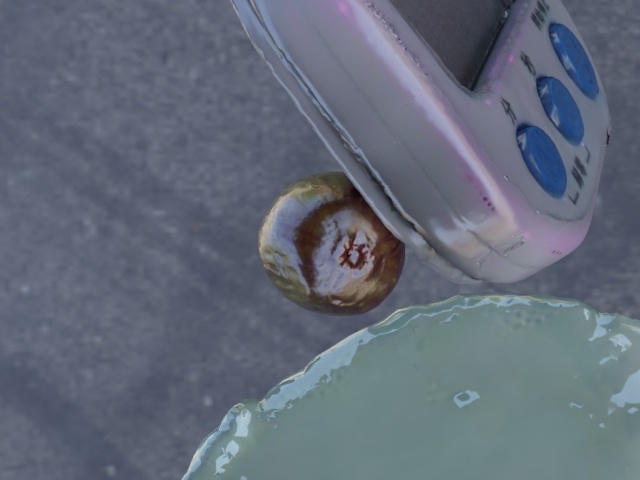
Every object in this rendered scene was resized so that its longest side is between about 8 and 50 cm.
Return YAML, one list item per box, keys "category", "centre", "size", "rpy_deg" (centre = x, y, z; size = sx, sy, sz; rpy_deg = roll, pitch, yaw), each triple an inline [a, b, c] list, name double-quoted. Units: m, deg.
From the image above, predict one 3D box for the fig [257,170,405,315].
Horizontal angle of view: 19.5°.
- category: "fig"
  centre: [0.000, 0.000, 1.370]
  size: [0.155, 0.103, 0.109]
  rpy_deg: [22, 127, 65]

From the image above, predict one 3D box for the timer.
- category: "timer"
  centre: [0.042, -0.084, 0.757]
  size: [0.069, 0.208, 0.191]
  rpy_deg: [-32, 104, 27]

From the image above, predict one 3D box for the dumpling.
- category: "dumpling"
  centre: [0.048, 0.183, 0.520]
  size: [0.212, 0.321, 0.270]
  rpy_deg: [83, 172, -50]
